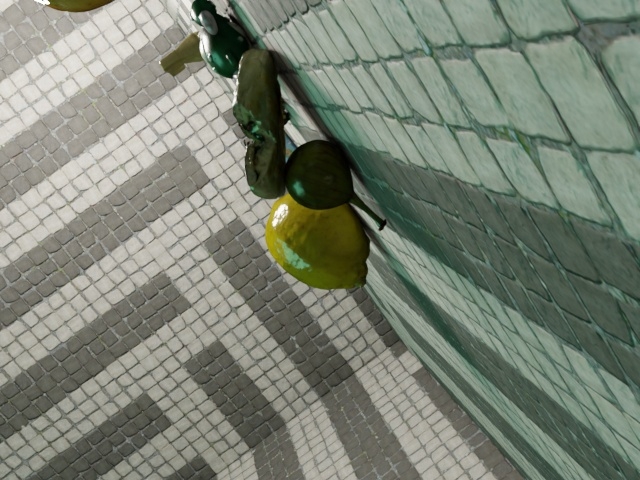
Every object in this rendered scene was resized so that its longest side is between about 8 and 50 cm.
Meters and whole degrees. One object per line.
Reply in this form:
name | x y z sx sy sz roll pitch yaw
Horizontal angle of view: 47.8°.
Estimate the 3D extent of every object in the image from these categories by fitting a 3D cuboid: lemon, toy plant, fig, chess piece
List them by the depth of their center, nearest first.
fig | 0.046 -0.118 1.543 0.259 0.151 0.151 21 -168 -22
toy plant | -0.219 -0.445 1.661 0.232 0.113 0.243 56 -177 -13
chess piece | -0.329 -0.504 1.899 0.090 0.200 0.090 55 178 3
lemon | -0.005 -0.006 2.046 0.316 0.285 0.285 23 156 44

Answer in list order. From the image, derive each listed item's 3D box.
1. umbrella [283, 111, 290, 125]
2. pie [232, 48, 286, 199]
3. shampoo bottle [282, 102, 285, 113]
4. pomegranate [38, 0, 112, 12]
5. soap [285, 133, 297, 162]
umbrella | -0.105 -0.329 1.955 0.037 0.040 0.144 62 173 -7
pie | -0.119 -0.250 1.531 0.337 0.075 0.337 -2 -90 -82
shampoo bottle | -0.138 -0.359 1.879 0.057 0.063 0.207 45 -178 -28
pomegranate | -0.565 -0.724 1.618 0.411 0.411 0.411 54 178 3
soap | -0.084 -0.240 2.346 0.293 0.077 0.156 53 178 17
